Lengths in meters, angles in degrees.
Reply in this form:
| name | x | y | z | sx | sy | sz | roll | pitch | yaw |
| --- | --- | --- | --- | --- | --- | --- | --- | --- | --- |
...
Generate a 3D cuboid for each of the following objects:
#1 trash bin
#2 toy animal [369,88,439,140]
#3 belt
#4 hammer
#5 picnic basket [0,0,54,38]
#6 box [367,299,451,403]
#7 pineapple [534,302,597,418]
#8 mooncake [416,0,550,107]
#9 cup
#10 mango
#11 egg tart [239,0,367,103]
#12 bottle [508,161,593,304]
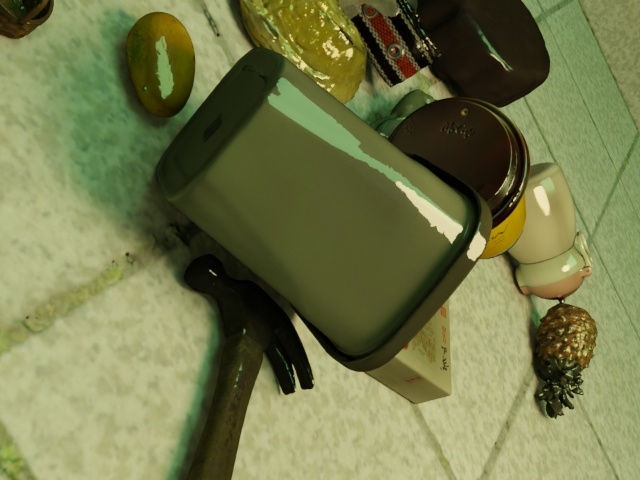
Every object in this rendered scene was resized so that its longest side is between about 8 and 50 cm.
| name | x | y | z | sx | sy | sz | roll | pitch | yaw |
| --- | --- | --- | --- | --- | --- | --- | --- | --- | --- |
| trash bin | -0.009 | -0.041 | 0.787 | 0.250 | 0.220 | 0.219 | 38 | 2 | -25 |
| toy animal | 0.165 | -0.170 | 1.211 | 0.236 | 0.138 | 0.108 | 16 | 92 | -54 |
| belt | 0.048 | -0.386 | 1.178 | 0.359 | 0.094 | 0.126 | 50 | 19 | -22 |
| hammer | -0.102 | 0.217 | 0.677 | 0.168 | 0.044 | 0.440 | 44 | 40 | -29 |
| picnic basket | -0.251 | -0.217 | 0.684 | 0.072 | 0.083 | 0.072 | 32 | 48 | -43 |
| box | 0.107 | 0.089 | 1.032 | 0.141 | 0.058 | 0.201 | 36 | 43 | -38 |
| pineapple | 0.406 | 0.205 | 1.356 | 0.108 | 0.108 | 0.198 | 46 | 50 | -29 |
| mooncake | 0.290 | -0.375 | 1.492 | 0.283 | 0.141 | 0.283 | 26 | 48 | -33 |
| cup | 0.203 | -0.070 | 1.122 | 0.279 | 0.196 | 0.196 | 36 | 42 | -63 |
| mango | -0.160 | -0.177 | 0.815 | 0.079 | 0.057 | 0.114 | 27 | 53 | -54 |
| egg tart | -0.011 | -0.292 | 1.066 | 0.232 | 0.098 | 0.252 | -7 | 73 | -59 |
| bottle | 0.384 | -0.004 | 1.403 | 0.147 | 0.147 | 0.236 | -39 | 108 | -56 |
